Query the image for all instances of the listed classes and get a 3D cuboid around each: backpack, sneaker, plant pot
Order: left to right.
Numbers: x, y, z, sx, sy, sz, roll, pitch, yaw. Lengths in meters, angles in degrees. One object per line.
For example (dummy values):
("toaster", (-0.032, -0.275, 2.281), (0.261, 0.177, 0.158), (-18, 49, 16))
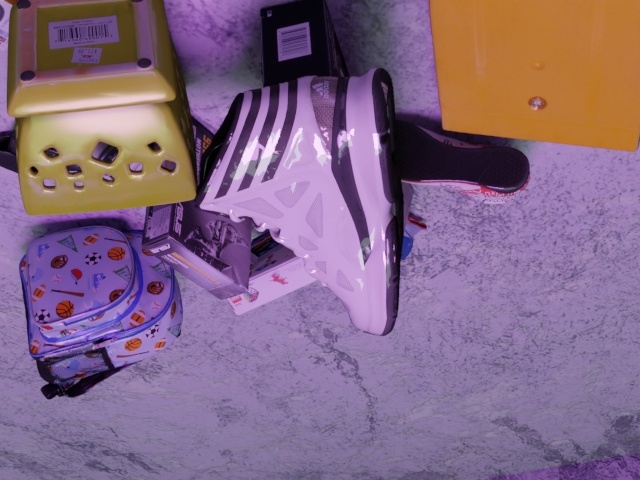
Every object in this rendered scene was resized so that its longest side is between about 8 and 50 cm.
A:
("sneaker", (-0.426, -0.128, 1.427), (0.170, 0.051, 0.089), (16, 149, -27))
("plant pot", (-0.283, -0.187, 1.188), (0.228, 0.227, 0.207), (-7, 143, -7))
("backpack", (-0.372, 0.096, 1.595), (0.263, 0.277, 0.213), (-11, 148, -12))
("sneaker", (-0.306, -0.133, 1.398), (0.078, 0.106, 0.234), (-49, 166, -1))
("sneaker", (-0.023, -0.040, 1.240), (0.257, 0.169, 0.448), (0, 137, 9))
("sneaker", (0.189, -0.116, 1.448), (0.270, 0.090, 0.145), (12, 176, 12))

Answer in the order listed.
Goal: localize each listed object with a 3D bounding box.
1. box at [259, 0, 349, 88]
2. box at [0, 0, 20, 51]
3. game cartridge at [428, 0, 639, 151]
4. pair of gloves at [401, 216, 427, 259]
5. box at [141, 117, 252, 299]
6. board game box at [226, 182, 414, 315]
("box", (-0.015, -0.210, 1.242), (0.093, 0.156, 0.158), (-11, 145, 9))
("box", (-0.432, -0.297, 1.198), (0.136, 0.028, 0.081), (29, 133, -35))
("game cartridge", (0.291, -0.250, 1.231), (0.285, 0.053, 0.324), (9, 147, 18))
("pair of gloves", (0.090, -0.014, 1.653), (0.198, 0.023, 0.159), (20, 141, -28))
("box", (-0.177, -0.052, 1.393), (0.056, 0.231, 0.183), (-20, 142, 28))
("board game box", (0.000, 0.000, 1.502), (0.305, 0.193, 0.053), (-25, 109, 23))
